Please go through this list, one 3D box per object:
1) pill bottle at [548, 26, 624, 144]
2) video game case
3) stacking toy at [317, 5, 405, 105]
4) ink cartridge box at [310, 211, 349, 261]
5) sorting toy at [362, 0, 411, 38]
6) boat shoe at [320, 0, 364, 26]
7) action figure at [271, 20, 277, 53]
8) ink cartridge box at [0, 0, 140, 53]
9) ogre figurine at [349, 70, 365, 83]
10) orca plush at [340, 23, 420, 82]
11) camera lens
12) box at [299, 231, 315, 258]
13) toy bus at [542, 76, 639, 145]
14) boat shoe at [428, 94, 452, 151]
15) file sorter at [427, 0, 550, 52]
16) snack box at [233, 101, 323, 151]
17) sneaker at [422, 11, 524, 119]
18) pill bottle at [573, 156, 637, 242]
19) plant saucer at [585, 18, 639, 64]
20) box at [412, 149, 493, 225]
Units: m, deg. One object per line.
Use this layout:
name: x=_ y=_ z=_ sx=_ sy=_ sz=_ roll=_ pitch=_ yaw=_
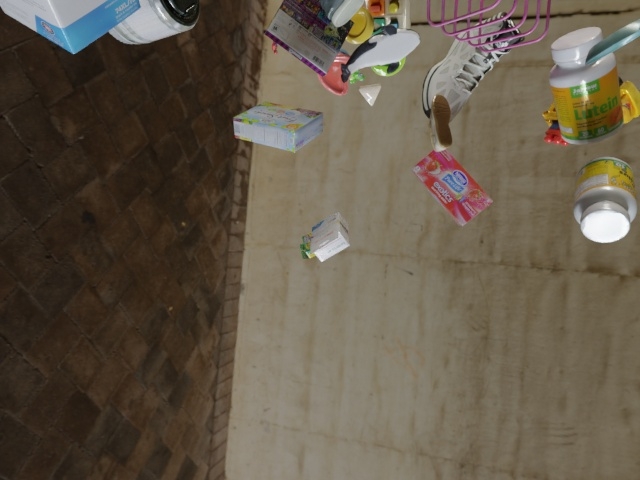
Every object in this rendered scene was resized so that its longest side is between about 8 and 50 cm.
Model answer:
pill bottle: x=0.636 y=-0.370 z=1.024 sx=0.245 sy=0.136 sz=0.136 roll=57 pitch=34 yaw=-29
video game case: x=-0.032 y=-0.688 z=1.376 sx=0.210 sy=0.232 sz=0.042 roll=-64 pitch=-160 yaw=-7
stacking toy: x=0.152 y=-0.693 z=1.596 sx=0.309 sy=0.280 sz=0.130 roll=-52 pitch=-160 yaw=36
ink cartridge box: x=0.029 y=-0.005 z=1.285 sx=0.061 sy=0.104 sz=0.181 roll=52 pitch=18 yaw=-21
sorting toy: x=0.261 y=-0.897 z=1.700 sx=0.347 sy=0.196 sz=0.047 roll=78 pitch=21 yaw=-45
boat shoe: x=0.126 y=-0.794 z=1.254 sx=0.319 sy=0.099 sz=0.116 roll=-43 pitch=173 yaw=23
action figure: x=-0.164 y=-0.728 z=1.528 sx=0.038 sy=0.030 sz=0.115 roll=174 pitch=-84 yaw=-80
ink cartridge box: x=-0.508 y=-0.550 z=0.787 sx=0.197 sy=0.198 sz=0.270 roll=-54 pitch=171 yaw=-26
ogre figurine: x=0.135 y=-0.857 z=2.157 sx=0.096 sy=0.197 sz=0.118 roll=-53 pitch=-168 yaw=12
orca plush: x=0.186 y=-0.631 z=1.432 sx=0.151 sy=0.287 sz=0.102 roll=48 pitch=9 yaw=-39
camera lens: x=-0.547 y=-0.765 z=1.359 sx=0.219 sy=0.275 sz=0.219 roll=9 pitch=80 yaw=-64
box: x=0.000 y=0.000 z=1.655 sx=0.043 sy=0.179 sz=0.105 roll=58 pitch=9 yaw=-36
toy bus: x=0.781 y=-0.364 z=1.257 sx=0.149 sy=0.220 sz=0.211 roll=38 pitch=89 yaw=-31
boat shoe: x=0.339 y=-0.338 z=1.232 sx=0.059 sy=0.063 sz=0.169 roll=143 pitch=-50 yaw=-68
file sorter: x=0.418 y=-0.596 z=1.041 sx=0.291 sy=0.202 sz=0.182 roll=-6 pitch=99 yaw=-43
snack box: x=-0.121 y=-0.339 z=1.249 sx=0.174 sy=0.207 sz=0.070 roll=-47 pitch=146 yaw=-46
sneaker: x=0.521 y=-0.611 z=1.448 sx=0.447 sy=0.169 sz=0.257 roll=-61 pitch=-164 yaw=-16
pill bottle: x=0.637 y=-0.091 z=0.954 sx=0.208 sy=0.118 sz=0.117 roll=-53 pitch=146 yaw=-42
plant saucer: x=0.538 y=-0.363 z=0.767 sx=0.021 sy=0.119 sz=0.119 roll=62 pitch=17 yaw=2
box: x=0.437 y=-0.184 z=1.429 sx=0.257 sy=0.128 sz=0.123 roll=50 pitch=11 yaw=6
